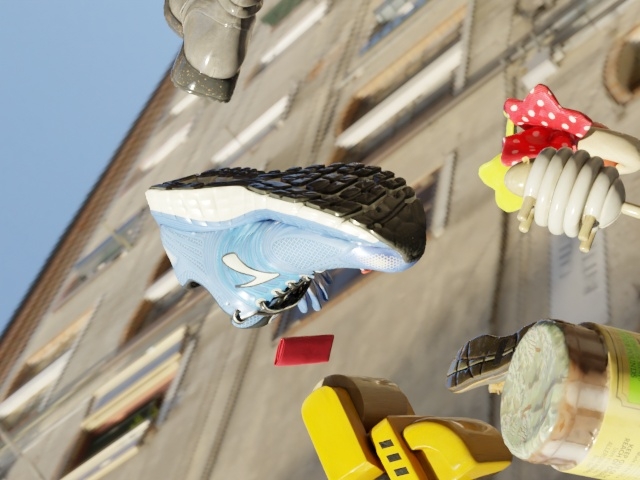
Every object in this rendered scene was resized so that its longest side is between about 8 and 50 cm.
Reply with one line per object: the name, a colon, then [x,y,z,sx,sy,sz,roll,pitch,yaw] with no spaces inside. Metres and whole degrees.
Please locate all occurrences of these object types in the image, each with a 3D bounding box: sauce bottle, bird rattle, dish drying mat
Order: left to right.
dish drying mat: [-0.016,0.114,1.155,0.083,0.008,0.032,2,-77,-51]
bird rattle: [0.314,-0.127,1.416,0.207,0.253,0.143,7,-103,-6]
sauce bottle: [0.309,0.140,0.819,0.344,0.111,0.111,12,-136,-13]

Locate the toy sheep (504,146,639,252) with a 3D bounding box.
toy sheep: [0.233,-0.042,1.023,0.132,0.091,0.091,21,-155,17]

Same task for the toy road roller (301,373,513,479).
toy road roller: [0.150,0.326,1.760,0.202,0.240,0.329,13,-138,-52]

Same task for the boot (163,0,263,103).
boot: [-0.117,-0.348,1.469,0.118,0.223,0.338,13,-148,-22]

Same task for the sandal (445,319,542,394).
sandal: [0.241,0.159,1.436,0.060,0.219,0.090,43,-129,-15]

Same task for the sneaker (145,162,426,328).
sneaker: [-0.029,0.008,1.065,0.130,0.330,0.147,-22,-72,-42]

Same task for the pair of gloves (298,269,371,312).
pair of gloves: [0.000,0.000,1.504,0.198,0.023,0.159,-33,-81,-27]
